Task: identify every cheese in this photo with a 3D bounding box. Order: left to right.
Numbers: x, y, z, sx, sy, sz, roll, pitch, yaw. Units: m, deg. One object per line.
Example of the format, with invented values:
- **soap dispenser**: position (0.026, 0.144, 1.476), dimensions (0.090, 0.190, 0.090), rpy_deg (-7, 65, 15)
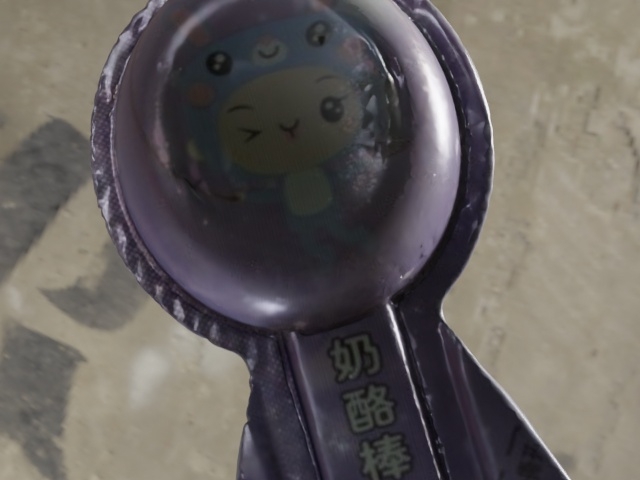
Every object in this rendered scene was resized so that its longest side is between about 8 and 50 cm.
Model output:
- **cheese**: position (0.000, 0.000, 0.440), dimensions (0.105, 0.042, 0.191), rpy_deg (-18, 74, 0)
